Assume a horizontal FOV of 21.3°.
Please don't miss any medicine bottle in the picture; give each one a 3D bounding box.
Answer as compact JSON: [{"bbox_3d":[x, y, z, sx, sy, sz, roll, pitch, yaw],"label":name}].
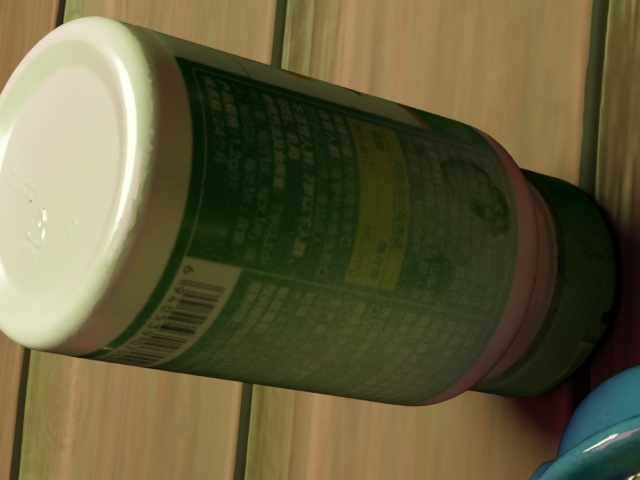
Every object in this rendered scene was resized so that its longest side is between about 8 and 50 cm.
[{"bbox_3d":[0.000,0.000,0.725,0.133,0.274,0.133,-19,65,47],"label":"medicine bottle"}]

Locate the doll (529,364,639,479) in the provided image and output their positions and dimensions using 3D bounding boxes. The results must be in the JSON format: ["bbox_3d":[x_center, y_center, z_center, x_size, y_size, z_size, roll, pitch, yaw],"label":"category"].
[{"bbox_3d":[0.181,0.162,0.574,0.363,0.145,0.199,33,95,53],"label":"doll"}]
